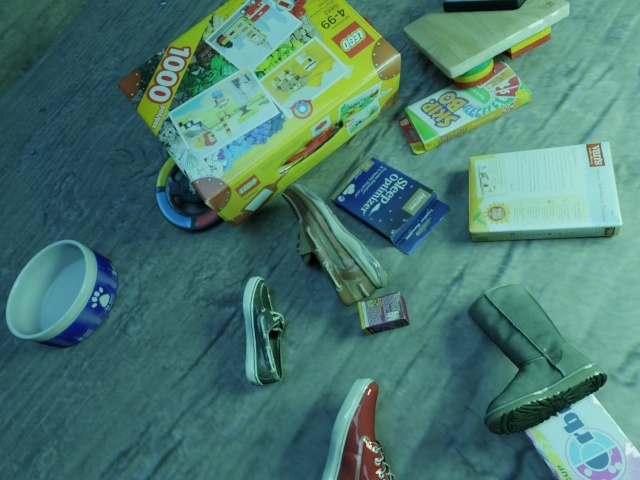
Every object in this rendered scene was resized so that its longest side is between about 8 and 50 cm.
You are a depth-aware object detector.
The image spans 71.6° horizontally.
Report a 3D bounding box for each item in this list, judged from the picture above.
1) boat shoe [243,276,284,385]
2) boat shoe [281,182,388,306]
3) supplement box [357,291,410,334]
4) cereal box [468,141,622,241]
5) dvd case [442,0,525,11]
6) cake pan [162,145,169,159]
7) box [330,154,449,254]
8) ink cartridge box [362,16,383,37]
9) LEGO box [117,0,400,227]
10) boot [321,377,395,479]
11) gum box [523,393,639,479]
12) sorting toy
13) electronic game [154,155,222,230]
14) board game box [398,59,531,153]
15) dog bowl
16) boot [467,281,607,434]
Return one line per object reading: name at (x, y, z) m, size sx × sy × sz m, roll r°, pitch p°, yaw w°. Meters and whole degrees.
boat shoe at (-0.107, 0.175, 0.893) m, size 0.070 × 0.078 × 0.219 m, roll -14°, pitch 67°, yaw 18°
boat shoe at (0.000, 0.000, 0.909) m, size 0.116 × 0.123 × 0.324 m, roll -41°, pitch 53°, yaw 2°
supplement box at (0.117, 0.136, 0.826) m, size 0.083 × 0.043 × 0.054 m, roll -17°, pitch 58°, yaw 17°
cereal box at (0.399, -0.087, 0.815) m, size 0.240 × 0.047 × 0.172 m, roll -2°, pitch 63°, yaw 23°
dvd case at (0.416, -0.595, 0.988) m, size 0.180 × 0.022 × 0.253 m, roll 25°, pitch 69°, yaw 41°
cake pan at (-0.308, -0.306, 1.252) m, size 0.294 × 0.054 × 0.293 m, roll -11°, pitch 60°, yaw 19°
box at (0.143, -0.081, 0.937) m, size 0.225 × 0.036 × 0.136 m, roll 38°, pitch 83°, yaw 33°
ink cartridge box at (0.037, -0.545, 1.208) m, size 0.231 × 0.078 × 0.134 m, roll -30°, pitch 56°, yaw 7°
LEGO box at (-0.132, -0.339, 1.023) m, size 0.500 × 0.193 × 0.372 m, roll -39°, pitch 75°, yaw -3°
boot at (0.100, 0.354, 0.694) m, size 0.176 × 0.088 × 0.244 m, roll 9°, pitch 76°, yaw 28°
gum box at (0.370, 0.302, 0.609) m, size 0.107 × 0.062 × 0.188 m, roll -32°, pitch 55°, yaw 6°
sorting toy at (0.355, -0.456, 0.987) m, size 0.256 × 0.089 × 0.257 m, roll -27°, pitch 45°, yaw 8°
electronic game at (-0.319, -0.138, 1.130) m, size 0.230 × 0.048 × 0.229 m, roll -2°, pitch 84°, yaw 15°
board game box at (0.307, -0.292, 0.978) m, size 0.260 × 0.039 × 0.124 m, roll -26°, pitch 55°, yaw 13°
dog bowl at (-0.664, 0.136, 1.146) m, size 0.265 × 0.104 × 0.264 m, roll -11°, pitch 60°, yaw 19°
boot at (0.284, 0.165, 0.674) m, size 0.190 × 0.076 × 0.208 m, roll -23°, pitch 40°, yaw -5°
